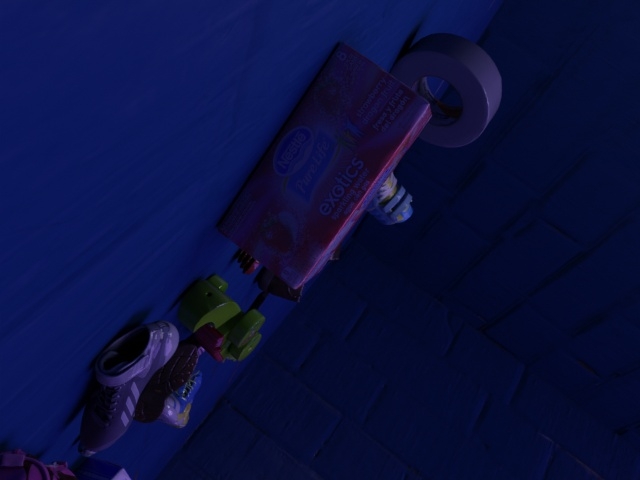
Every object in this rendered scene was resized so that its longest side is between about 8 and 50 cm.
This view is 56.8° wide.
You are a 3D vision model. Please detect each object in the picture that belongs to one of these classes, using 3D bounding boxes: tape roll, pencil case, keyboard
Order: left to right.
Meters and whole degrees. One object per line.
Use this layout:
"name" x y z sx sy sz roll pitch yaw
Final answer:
"pencil case" -0.331 0.294 0.676 0.209 0.095 0.098 114 -13 -62
"keyboard" -0.210 0.224 1.689 0.180 0.023 0.108 -55 -179 12
"tape roll" 0.246 -0.296 1.182 0.072 0.219 0.219 -51 174 -30

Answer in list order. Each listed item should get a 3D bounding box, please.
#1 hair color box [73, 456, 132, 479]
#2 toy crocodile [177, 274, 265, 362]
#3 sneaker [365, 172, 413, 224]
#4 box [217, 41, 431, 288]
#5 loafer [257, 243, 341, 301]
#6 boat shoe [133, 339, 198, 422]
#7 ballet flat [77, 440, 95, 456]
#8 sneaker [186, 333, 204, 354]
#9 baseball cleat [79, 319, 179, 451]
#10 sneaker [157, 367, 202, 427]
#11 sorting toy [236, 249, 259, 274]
"hair color box" -0.425 0.548 0.948 0.110 0.185 0.339 -2 -150 33
"toy crocodile" -0.174 0.152 1.022 0.105 0.115 0.340 -45 170 -21
"sneaker" 0.176 -0.154 1.573 0.127 0.208 0.319 -50 174 -16
"box" 0.011 -0.098 0.826 0.300 0.142 0.154 -55 175 12
"loafer" 0.000 0.000 1.452 0.366 0.130 0.134 -53 175 -4
"boat shoe" -0.273 0.236 1.028 0.178 0.064 0.060 -53 -154 16
"ballet flat" -0.336 0.294 0.935 0.041 0.041 0.114 -55 175 23
"sneaker" -0.253 0.223 1.163 0.067 0.042 0.118 -59 166 19
"baseball cleat" -0.266 0.185 0.755 0.206 0.072 0.109 -58 161 3
"sneaker" -0.300 0.307 1.203 0.240 0.091 0.126 113 -3 -68
"sorting toy" -0.116 0.011 1.043 0.061 0.042 0.102 -36 -158 49
